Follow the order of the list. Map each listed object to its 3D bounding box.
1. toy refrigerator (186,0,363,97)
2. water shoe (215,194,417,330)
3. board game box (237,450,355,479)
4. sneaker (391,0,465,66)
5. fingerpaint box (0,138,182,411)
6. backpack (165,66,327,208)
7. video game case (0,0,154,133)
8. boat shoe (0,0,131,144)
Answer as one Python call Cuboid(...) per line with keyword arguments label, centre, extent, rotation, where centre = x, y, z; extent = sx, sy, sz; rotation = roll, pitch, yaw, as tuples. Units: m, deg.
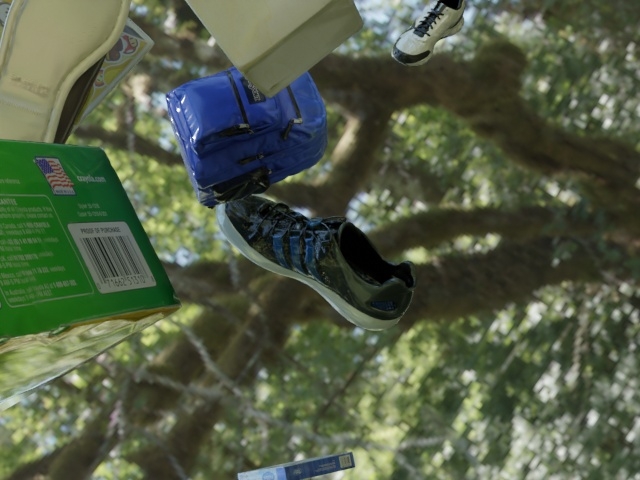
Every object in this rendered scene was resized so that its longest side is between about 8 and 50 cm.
Cuboid(label="toy refrigerator", centre=(-0.092, -0.228, 0.812), extent=(0.094, 0.269, 0.102), rotation=(-37, -7, 5))
Cuboid(label="water shoe", centre=(0.000, 0.000, 1.137), extent=(0.073, 0.203, 0.080), rotation=(-53, -7, -47))
Cuboid(label="board game box", centre=(-0.026, 0.243, 1.295), extent=(0.090, 0.020, 0.090), rotation=(-5, -10, -37))
Cuboid(label="sneaker", centre=(0.108, -0.214, 1.226), extent=(0.109, 0.040, 0.043), rotation=(-47, -20, -32))
Cuboid(label="fingerpaint box", centre=(-0.366, 0.078, 0.845), extent=(0.371, 0.163, 0.445), rotation=(-30, -8, 18))
Cuboid(label="backpack", centre=(-0.053, -0.092, 0.982), extent=(0.120, 0.098, 0.101), rotation=(-17, -18, -8))
Cuboid(label="video game case", centre=(-0.347, -0.222, 1.448), extent=(0.227, 0.206, 0.026), rotation=(-45, 11, 11))
Cuboid(label="boat shoe", centre=(-0.298, -0.181, 1.335), extent=(0.097, 0.117, 0.324), rotation=(143, 148, -71))
